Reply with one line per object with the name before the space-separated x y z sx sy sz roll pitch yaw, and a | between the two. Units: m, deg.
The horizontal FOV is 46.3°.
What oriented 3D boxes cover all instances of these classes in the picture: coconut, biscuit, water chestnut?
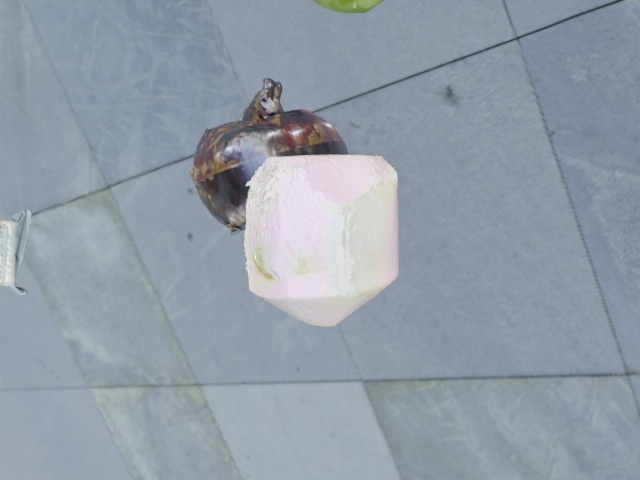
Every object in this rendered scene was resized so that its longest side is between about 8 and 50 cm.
coconut | 0.000 0.000 1.070 0.233 0.233 0.245 6 97 38
biscuit | -0.699 0.011 1.394 0.079 0.309 0.186 -13 76 57
water chestnut | -0.095 -0.154 1.368 0.300 0.300 0.300 19 124 31

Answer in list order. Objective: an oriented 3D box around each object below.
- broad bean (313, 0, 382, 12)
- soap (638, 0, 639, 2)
broad bean | 0.015 -0.188 0.316 0.124 0.082 0.174 22 118 35
soap | 0.830 -0.464 1.529 0.427 0.306 0.115 36 139 0
